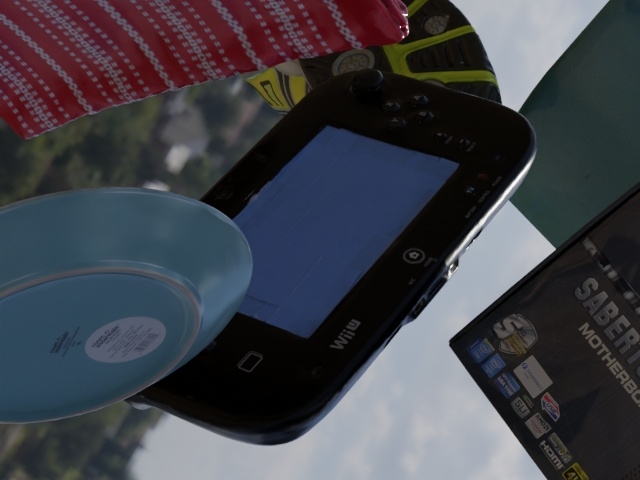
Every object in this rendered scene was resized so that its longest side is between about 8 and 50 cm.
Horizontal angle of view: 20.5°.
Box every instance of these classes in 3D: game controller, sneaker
[{"bbox_3d":[0.000,0.000,1.070,0.319,0.166,0.067,-48,136,-37],"label":"game controller"},{"bbox_3d":[0.040,-0.147,1.565,0.145,0.384,0.147,-37,133,-11],"label":"sneaker"}]

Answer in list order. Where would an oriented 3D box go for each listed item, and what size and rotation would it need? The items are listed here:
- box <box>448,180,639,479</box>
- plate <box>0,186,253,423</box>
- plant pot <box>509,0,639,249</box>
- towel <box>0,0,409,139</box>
[{"bbox_3d":[0.213,0.094,1.024,0.183,0.233,0.059,-39,155,9],"label":"box"},{"bbox_3d":[-0.118,0.041,0.803,0.188,0.188,0.024,-58,-138,45],"label":"plate"},{"bbox_3d":[0.265,-0.106,1.502,0.234,0.165,0.165,-45,177,37],"label":"plant pot"},{"bbox_3d":[-0.112,-0.137,0.909,0.274,0.199,0.031,-11,-128,31],"label":"towel"}]
